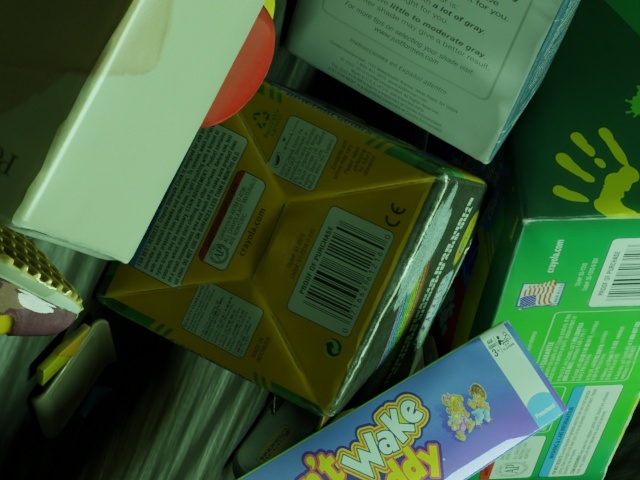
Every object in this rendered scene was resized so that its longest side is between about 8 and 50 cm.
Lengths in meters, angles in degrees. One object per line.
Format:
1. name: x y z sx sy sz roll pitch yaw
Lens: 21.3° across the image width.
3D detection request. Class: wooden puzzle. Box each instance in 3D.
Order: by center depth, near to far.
1. wooden puzzle: -0.163 0.089 1.118 0.078 0.014 0.116 -50 162 -30

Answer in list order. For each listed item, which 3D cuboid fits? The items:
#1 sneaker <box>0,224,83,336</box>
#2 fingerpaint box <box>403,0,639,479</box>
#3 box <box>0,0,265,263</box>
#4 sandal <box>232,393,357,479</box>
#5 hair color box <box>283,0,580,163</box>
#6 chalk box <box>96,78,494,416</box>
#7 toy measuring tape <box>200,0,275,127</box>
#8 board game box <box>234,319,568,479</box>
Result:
1. sneaker: -0.183 0.018 0.704 0.185 0.069 0.084 26 102 -47
2. fingerpaint box: 0.180 -0.045 1.475 0.445 0.163 0.371 98 -11 -56
3. box: -0.079 -0.162 0.656 0.311 0.148 0.121 -64 166 -1
4. sandal: -0.017 0.152 1.693 0.219 0.090 0.060 -48 140 -27
5. hair color box: 0.105 -0.228 1.094 0.105 0.174 0.347 -53 170 -39
6. chalk box: 0.000 0.000 1.206 0.180 0.179 0.289 -64 168 4
7. toy measuring tape: -0.114 -0.053 0.818 0.330 0.121 0.121 -56 167 5
8. board game box: -0.025 0.197 1.155 0.347 0.078 0.233 -27 169 -35
